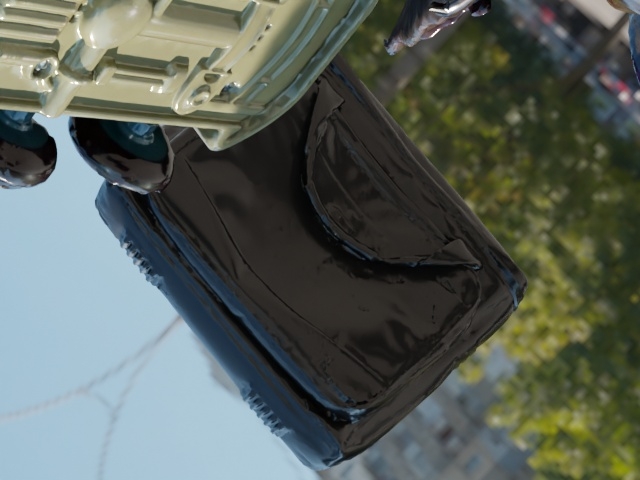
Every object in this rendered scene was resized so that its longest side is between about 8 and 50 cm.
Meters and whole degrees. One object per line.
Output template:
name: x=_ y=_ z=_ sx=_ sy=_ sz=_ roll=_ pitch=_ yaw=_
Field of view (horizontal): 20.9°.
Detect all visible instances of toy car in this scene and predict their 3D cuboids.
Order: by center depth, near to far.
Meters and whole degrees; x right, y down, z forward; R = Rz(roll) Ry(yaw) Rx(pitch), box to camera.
toy car: x=-0.107 y=-0.156 z=0.808 sx=0.248 sy=0.204 sz=0.198 roll=2 pitch=-135 yaw=-53

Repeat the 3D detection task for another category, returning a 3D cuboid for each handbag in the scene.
handbag: x=0.000 y=0.000 z=1.266 sx=0.275 sy=0.244 sz=0.088 roll=49 pitch=148 yaw=4

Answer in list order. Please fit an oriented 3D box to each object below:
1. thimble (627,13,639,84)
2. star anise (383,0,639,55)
thimble: x=0.319 y=-0.124 z=1.134 sx=0.237 sy=0.150 sz=0.237 roll=14 pitch=-114 yaw=-34
star anise: x=0.059 y=-0.134 z=0.443 sx=0.283 sy=0.212 sz=0.129 roll=26 pitch=-116 yaw=-55
